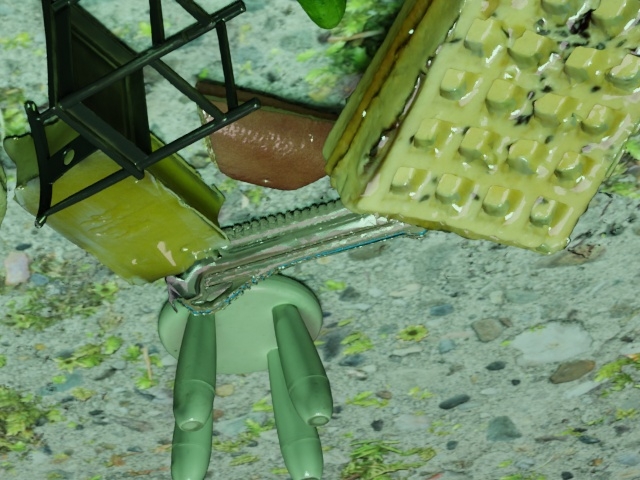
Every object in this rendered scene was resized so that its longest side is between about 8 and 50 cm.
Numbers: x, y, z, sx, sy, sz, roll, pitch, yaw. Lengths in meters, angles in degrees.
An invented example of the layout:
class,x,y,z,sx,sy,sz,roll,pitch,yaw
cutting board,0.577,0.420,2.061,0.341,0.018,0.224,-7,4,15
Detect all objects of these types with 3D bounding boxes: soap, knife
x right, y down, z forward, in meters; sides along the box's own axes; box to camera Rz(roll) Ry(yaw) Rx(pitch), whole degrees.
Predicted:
class,x,y,z,sx,sy,sz,roll,pitch,yaw
soap,-0.208,-0.046,1.941,0.135,0.076,0.233,-24,140,20
knife,0.000,-0.003,2.056,0.365,0.043,0.089,-18,114,10

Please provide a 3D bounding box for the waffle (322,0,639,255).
class,x,y,z,sx,sy,sz,roll,pitch,yaw
waffle,0.196,-0.166,1.737,0.261,0.114,0.376,15,124,-23

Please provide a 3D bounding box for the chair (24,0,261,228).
class,x,y,z,sx,sy,sz,roll,pitch,yaw
chair,-0.201,-0.146,1.743,0.260,0.154,0.141,-27,139,21

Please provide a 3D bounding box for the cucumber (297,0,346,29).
class,x,y,z,sx,sy,sz,roll,pitch,yaw
cucumber,-0.033,-0.268,1.678,0.056,0.056,0.250,-21,145,19

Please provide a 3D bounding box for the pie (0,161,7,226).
class,x,y,z,sx,sy,sz,roll,pitch,yaw
pie,-0.470,-0.038,1.906,0.338,0.075,0.337,-5,145,-4

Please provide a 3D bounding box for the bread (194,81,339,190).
class,x,y,z,sx,sy,sz,roll,pitch,yaw
bread,-0.056,-0.097,1.900,0.192,0.067,0.119,10,141,-22

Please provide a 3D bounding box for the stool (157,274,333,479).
class,x,y,z,sx,sy,sz,roll,pitch,yaw
stool,-0.085,0.167,2.155,0.195,0.198,0.195,-2,146,-8
